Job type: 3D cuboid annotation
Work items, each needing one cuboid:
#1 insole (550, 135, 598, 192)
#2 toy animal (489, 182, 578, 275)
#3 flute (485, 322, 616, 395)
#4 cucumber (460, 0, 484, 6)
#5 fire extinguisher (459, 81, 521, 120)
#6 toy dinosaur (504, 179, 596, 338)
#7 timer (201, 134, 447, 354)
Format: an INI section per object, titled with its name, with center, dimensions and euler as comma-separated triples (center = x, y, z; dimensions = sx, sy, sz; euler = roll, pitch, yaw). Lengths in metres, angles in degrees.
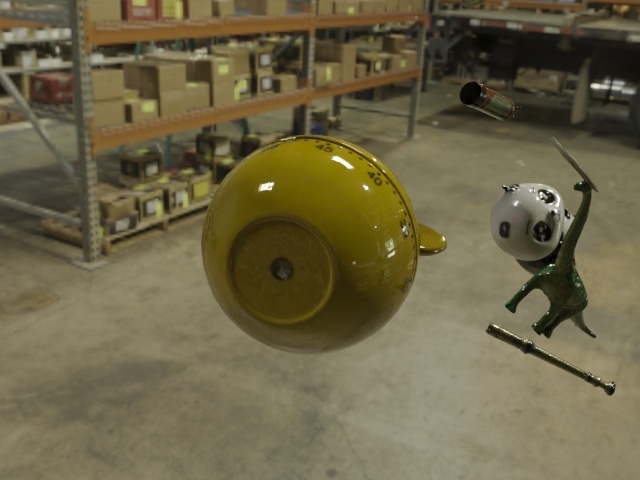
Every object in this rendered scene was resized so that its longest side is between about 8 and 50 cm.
[insole]
center = 0.419, -0.129, 1.222
dimensions = 0.004, 0.065, 0.197
euler = -35, 23, 15
[toy animal]
center = 0.492, -0.030, 1.707
dimensions = 0.165, 0.187, 0.235
euler = -6, -29, 35
[flute]
center = 0.376, 0.193, 1.206
dimensions = 0.233, 0.027, 0.027
euler = 27, 21, -3
[cucumber]
center = 0.248, -0.450, 1.226
dimensions = 0.064, 0.112, 0.064
euler = -8, -2, 0
[fire extinguisher]
center = 0.345, -0.273, 1.481
dimensions = 0.062, 0.050, 0.177
euler = -23, -22, 39
[toy dinosaur]
center = 0.524, 0.061, 1.491
dimensions = 0.447, 0.301, 0.087
euler = 23, 19, -43
[timer]
center = 0.000, 0.000, 1.182
dimensions = 0.376, 0.376, 0.387
euler = 9, 18, 16
